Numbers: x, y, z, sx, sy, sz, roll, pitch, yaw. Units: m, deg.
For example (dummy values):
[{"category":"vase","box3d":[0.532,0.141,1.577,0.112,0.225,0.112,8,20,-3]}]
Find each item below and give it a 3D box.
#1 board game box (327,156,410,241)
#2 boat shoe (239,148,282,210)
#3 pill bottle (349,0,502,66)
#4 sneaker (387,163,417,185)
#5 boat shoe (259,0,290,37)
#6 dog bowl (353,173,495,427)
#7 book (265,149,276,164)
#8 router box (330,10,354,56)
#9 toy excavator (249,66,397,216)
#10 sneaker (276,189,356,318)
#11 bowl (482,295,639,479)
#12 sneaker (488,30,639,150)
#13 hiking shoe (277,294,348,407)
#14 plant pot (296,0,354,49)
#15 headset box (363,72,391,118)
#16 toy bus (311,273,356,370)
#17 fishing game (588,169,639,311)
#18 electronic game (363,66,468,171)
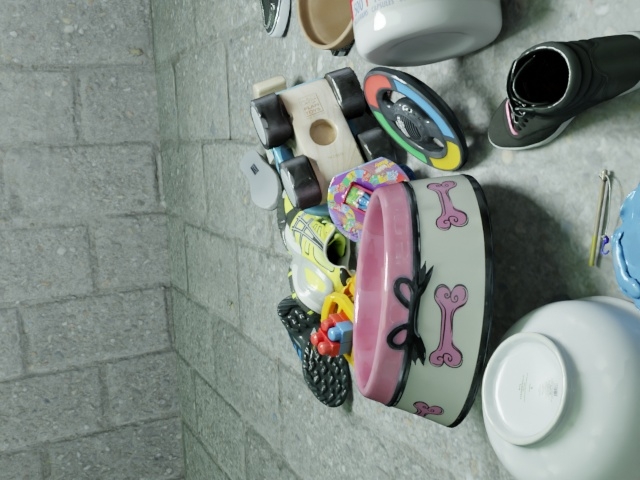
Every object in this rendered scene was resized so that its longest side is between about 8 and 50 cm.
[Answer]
[{"category":"board game box","box3d":[0.088,-0.075,1.255,0.168,0.033,0.133,-20,91,19]},{"category":"boat shoe","box3d":[-0.152,-0.159,1.890,0.096,0.088,0.267,-47,39,9]},{"category":"pill bottle","box3d":[0.144,-0.499,1.048,0.229,0.228,0.408,-11,86,64]},{"category":"sneaker","box3d":[0.143,-0.033,1.324,0.090,0.081,0.233,7,104,56]},{"category":"boat shoe","box3d":[-0.142,-0.682,1.733,0.113,0.104,0.307,35,126,57]},{"category":"dog bowl","box3d":[0.147,0.088,1.094,0.408,0.150,0.409,-175,90,-86]},{"category":"book","box3d":[-0.129,-0.298,1.886,0.096,0.035,0.144,-56,45,48]},{"category":"router box","box3d":[0.041,-0.482,1.480,0.092,0.038,0.123,-53,49,55]},{"category":"toy excavator","box3d":[-0.046,-0.237,1.529,0.445,0.222,0.433,117,129,-76]},{"category":"sneaker","box3d":[0.000,0.000,1.598,0.147,0.145,0.385,-36,48,23]},{"category":"bowl","box3d":[0.306,0.202,0.873,0.298,0.134,0.298,-40,41,47]},{"category":"sneaker","box3d":[0.287,-0.196,0.919,0.295,0.146,0.105,-28,72,64]},{"category":"hiking shoe","box3d":[-0.006,0.280,1.713,0.132,0.113,0.304,67,179,-69]},{"category":"plant pot","box3d":[0.057,-0.497,1.346,0.237,0.109,0.238,4,94,55]},{"category":"headset box","box3d":[0.115,-0.300,1.378,0.062,0.032,0.083,55,143,45]},{"category":"toy bus","box3d":[0.073,0.163,1.369,0.220,0.211,0.150,-129,39,-51]},{"category":"fishing game","box3d":[0.425,0.012,0.809,0.264,0.041,0.189,-149,57,-68]},{"category":"electronic game","box3d":[0.161,-0.206,1.160,0.229,0.048,0.229,43,171,9]}]
